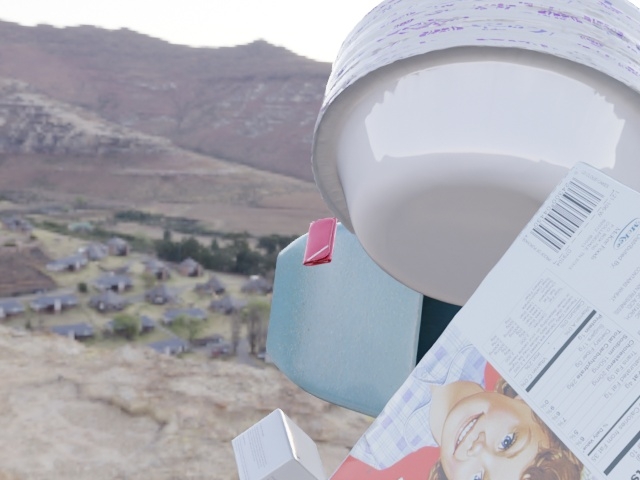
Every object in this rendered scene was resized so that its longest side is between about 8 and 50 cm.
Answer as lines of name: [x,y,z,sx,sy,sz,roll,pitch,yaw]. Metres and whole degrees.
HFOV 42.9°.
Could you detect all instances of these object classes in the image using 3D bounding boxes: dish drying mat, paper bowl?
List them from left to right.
dish drying mat: [0.000,0.000,0.880,0.032,0.008,0.083,-12,31,14]
paper bowl: [0.132,-0.052,0.628,0.285,0.148,0.284,11,-33,7]

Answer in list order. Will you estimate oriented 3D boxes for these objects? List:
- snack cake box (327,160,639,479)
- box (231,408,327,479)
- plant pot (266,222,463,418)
snack cake box: [0.108,0.111,0.387,0.089,0.264,0.152,30,12,-32]
box: [-0.055,0.312,1.128,0.087,0.102,0.101,-36,32,6]
plant pot: [0.071,0.100,1.086,0.252,0.247,0.247,4,-5,33]
